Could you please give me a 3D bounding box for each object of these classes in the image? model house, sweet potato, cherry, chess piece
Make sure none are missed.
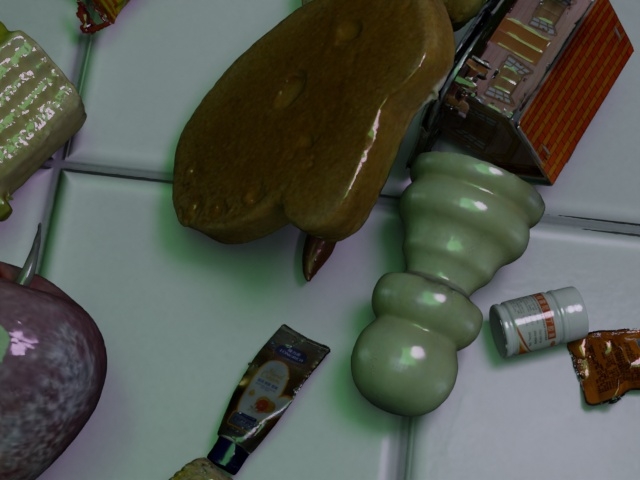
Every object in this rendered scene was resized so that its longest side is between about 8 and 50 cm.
[{"bbox_3d":[0.228,-0.181,1.250,0.154,0.207,0.294,31,72,6],"label":"model house"},{"bbox_3d":[-0.371,-0.135,1.249,0.234,0.175,0.193,42,72,3],"label":"model house"},{"bbox_3d":[0.000,0.000,1.263,0.034,0.034,0.095,23,69,7],"label":"sweet potato"},{"bbox_3d":[-0.307,0.117,1.105,0.213,0.236,0.285,25,81,-7],"label":"cherry"},{"bbox_3d":[0.113,0.053,1.196,0.144,0.144,0.251,22,74,7],"label":"chess piece"}]

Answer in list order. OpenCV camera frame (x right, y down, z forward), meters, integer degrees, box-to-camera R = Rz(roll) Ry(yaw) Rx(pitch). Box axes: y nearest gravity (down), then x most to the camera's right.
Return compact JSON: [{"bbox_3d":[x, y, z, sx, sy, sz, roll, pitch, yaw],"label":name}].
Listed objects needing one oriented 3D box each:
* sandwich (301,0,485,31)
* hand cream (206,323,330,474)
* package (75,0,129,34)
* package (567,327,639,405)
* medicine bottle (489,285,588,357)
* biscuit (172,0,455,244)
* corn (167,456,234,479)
[{"bbox_3d":[0.081,-0.326,1.315,0.087,0.226,0.251,21,63,-41],"label":"sandwich"},{"bbox_3d":[-0.056,0.157,1.200,0.062,0.039,0.163,23,67,24],"label":"hand cream"},{"bbox_3d":[-0.218,-0.390,1.374,0.288,0.108,0.223,-40,80,-7],"label":"package"},{"bbox_3d":[0.313,0.125,1.223,0.110,0.033,0.077,-8,79,0],"label":"package"},{"bbox_3d":[0.221,0.082,1.224,0.089,0.057,0.057,-12,70,-7],"label":"medicine bottle"},{"bbox_3d":[-0.005,-0.115,1.192,0.344,0.057,0.287,-41,44,17],"label":"biscuit"},{"bbox_3d":[-0.187,0.336,1.099,0.097,0.097,0.320,36,71,12],"label":"corn"}]
